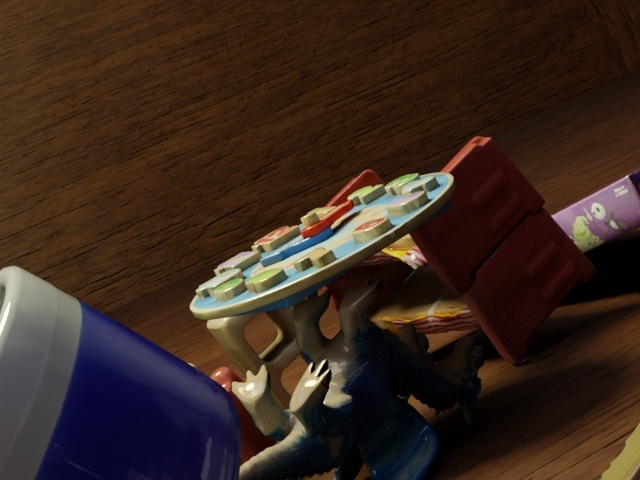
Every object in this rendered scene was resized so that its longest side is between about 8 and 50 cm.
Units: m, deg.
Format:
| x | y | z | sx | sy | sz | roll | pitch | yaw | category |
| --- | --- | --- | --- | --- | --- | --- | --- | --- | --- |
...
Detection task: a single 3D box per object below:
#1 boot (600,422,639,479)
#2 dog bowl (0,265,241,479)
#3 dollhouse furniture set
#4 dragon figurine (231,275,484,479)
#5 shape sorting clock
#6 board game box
| x | y | z | sx | sy | sz | roll | pitch | yaw | category |
| --- | --- | --- | --- | --- | --- | --- | --- | --- | --- |
| 0.244 | 0.061 | 0.529 | 0.236 | 0.089 | 0.269 | -54 | 19 | -27 | boot |
| -0.142 | 0.149 | 0.574 | 0.265 | 0.104 | 0.265 | -52 | 17 | 24 | dog bowl |
| 0.014 | 0.095 | 1.164 | 0.374 | 0.152 | 0.201 | -44 | 15 | -24 | dollhouse furniture set |
| 0.021 | 0.124 | 0.943 | 0.085 | 0.144 | 0.289 | -17 | 27 | 37 | dragon figurine |
| 0.000 | 0.000 | 1.023 | 0.206 | 0.040 | 0.206 | -28 | 6 | 3 | shape sorting clock |
| 0.253 | -0.022 | 1.324 | 0.208 | 0.056 | 0.347 | -31 | -2 | -31 | board game box |
